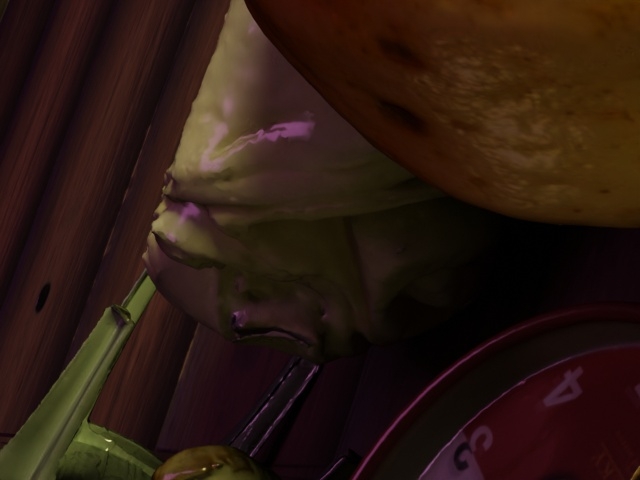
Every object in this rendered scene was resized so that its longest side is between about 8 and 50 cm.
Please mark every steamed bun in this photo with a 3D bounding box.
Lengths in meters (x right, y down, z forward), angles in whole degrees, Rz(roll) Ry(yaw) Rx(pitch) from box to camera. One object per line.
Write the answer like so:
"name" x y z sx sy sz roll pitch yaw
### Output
"steamed bun" 0.023 -0.058 1.016 0.320 0.206 0.275 128 165 -88

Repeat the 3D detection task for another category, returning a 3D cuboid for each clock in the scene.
"clock" 0.106 0.171 0.772 0.318 0.080 0.318 -35 37 31

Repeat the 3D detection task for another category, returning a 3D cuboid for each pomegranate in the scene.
"pomegranate" 0.155 -0.180 0.702 0.410 0.410 0.410 -48 29 37

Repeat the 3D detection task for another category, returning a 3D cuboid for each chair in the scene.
"chair" -0.130 0.168 1.180 0.275 0.203 0.190 -52 14 13

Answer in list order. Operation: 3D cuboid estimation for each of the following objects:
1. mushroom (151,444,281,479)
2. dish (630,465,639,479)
"mushroom" -0.005 0.241 0.943 0.087 0.107 0.333 -45 47 9
"dish" 0.202 0.108 0.593 0.191 0.190 0.066 -54 -12 26
